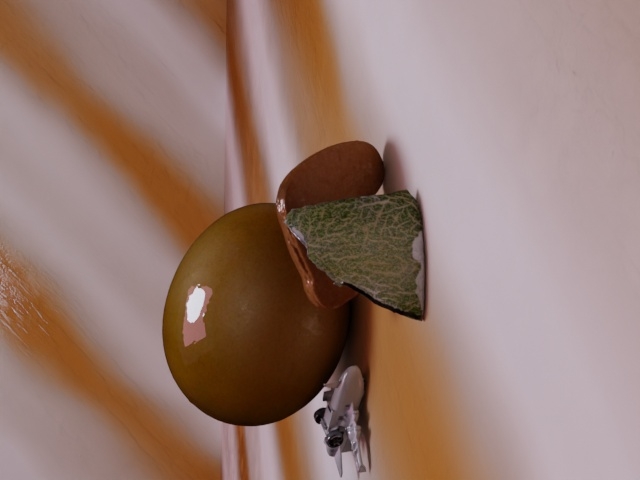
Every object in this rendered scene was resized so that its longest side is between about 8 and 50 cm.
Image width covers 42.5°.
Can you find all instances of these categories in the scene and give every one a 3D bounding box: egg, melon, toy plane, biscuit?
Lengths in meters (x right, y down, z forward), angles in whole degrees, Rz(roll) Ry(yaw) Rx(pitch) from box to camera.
[{"bbox_3d":[-0.095,0.114,1.256,0.282,0.282,0.351,-126,50,-70],"label":"egg"},{"bbox_3d":[0.063,-0.002,0.975,0.139,0.202,0.093,-55,-6,1],"label":"melon"},{"bbox_3d":[0.030,0.253,1.191,0.162,0.065,0.171,-124,31,-55],"label":"toy plane"},{"bbox_3d":[0.033,-0.026,1.061,0.036,0.186,0.192,-3,111,50],"label":"biscuit"}]
